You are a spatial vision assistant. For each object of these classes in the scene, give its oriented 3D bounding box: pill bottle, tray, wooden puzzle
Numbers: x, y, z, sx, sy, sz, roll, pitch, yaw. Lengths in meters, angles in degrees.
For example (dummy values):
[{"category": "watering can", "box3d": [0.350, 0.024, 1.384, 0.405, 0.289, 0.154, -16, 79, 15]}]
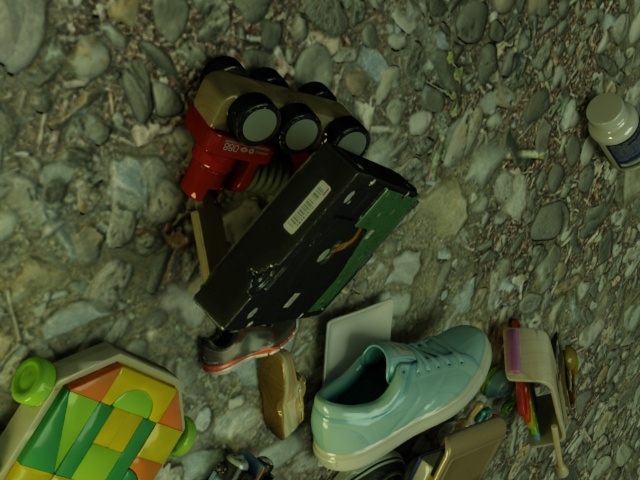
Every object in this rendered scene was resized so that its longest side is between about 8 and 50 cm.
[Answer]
[{"category": "pill bottle", "box3d": [0.570, -0.210, 1.655, 0.169, 0.094, 0.094, 36, 83, -47]}, {"category": "tray", "box3d": [0.049, 0.227, 1.402, 0.145, 0.030, 0.270, -16, 119, -40]}, {"category": "wooden puzzle", "box3d": [0.231, 0.430, 1.527, 0.221, 0.044, 0.239, 0, 113, -54]}]

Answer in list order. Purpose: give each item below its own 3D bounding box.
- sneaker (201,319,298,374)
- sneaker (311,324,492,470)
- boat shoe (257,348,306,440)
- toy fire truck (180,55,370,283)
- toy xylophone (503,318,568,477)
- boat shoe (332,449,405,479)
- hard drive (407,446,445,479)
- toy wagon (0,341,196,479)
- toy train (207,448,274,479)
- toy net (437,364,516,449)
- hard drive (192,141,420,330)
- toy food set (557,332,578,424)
[{"category": "sneaker", "box3d": [-0.096, 0.126, 1.194, 0.158, 0.061, 0.065, -28, 120, -33]}, {"category": "sneaker", "box3d": [0.138, 0.212, 1.362, 0.366, 0.135, 0.150, -32, 131, -31]}, {"category": "boat shoe", "box3d": [-0.052, 0.219, 1.282, 0.059, 0.063, 0.170, -29, 137, -35]}, {"category": "toy fire truck", "box3d": [-0.075, -0.070, 1.078, 0.217, 0.158, 0.246, 7, 123, -40]}, {"category": "toy xylophone", "box3d": [0.427, 0.315, 1.695, 0.236, 0.081, 0.323, -80, 154, -45]}, {"category": "boat shoe", "box3d": [0.047, 0.481, 1.450, 0.335, 0.119, 0.121, -34, 128, -34]}, {"category": "hard drive", "box3d": [0.177, 0.530, 1.613, 0.210, 0.040, 0.319, 5, 113, -55]}, {"category": "toy wagon", "box3d": [-0.307, 0.296, 1.061, 0.267, 0.068, 0.344, 37, 82, -46]}, {"category": "toy train", "box3d": [-0.139, 0.393, 1.265, 0.105, 0.080, 0.184, 35, 83, -41]}, {"category": "toy net", "box3d": [0.298, 0.347, 1.696, 0.232, 0.045, 0.122, -34, 139, -25]}, {"category": "hard drive", "box3d": [0.000, 0.000, 1.084, 0.237, 0.064, 0.339, -49, 164, 12]}, {"category": "toy food set", "box3d": [0.517, 0.284, 1.787, 0.192, 0.038, 0.132, -60, 139, -62]}]
